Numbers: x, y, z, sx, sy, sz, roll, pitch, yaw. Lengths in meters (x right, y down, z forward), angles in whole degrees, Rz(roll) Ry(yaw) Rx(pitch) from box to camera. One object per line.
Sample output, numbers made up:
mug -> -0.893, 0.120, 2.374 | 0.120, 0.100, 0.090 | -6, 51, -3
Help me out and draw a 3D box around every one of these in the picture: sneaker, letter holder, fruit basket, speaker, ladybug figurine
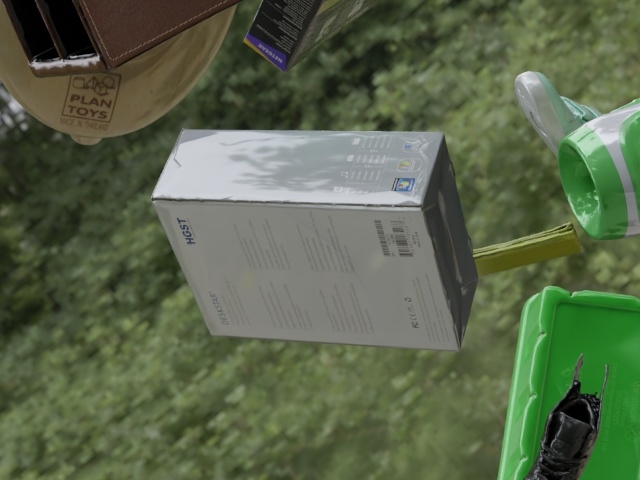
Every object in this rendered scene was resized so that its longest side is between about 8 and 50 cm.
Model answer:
sneaker -> 0.204, 0.182, 1.262 | 0.170, 0.051, 0.089 | -51, -25, -46
sneaker -> 0.353, -0.160, 1.864 | 0.151, 0.094, 0.256 | -39, -50, 8
letter holder -> -0.168, -0.320, 1.443 | 0.302, 0.214, 0.152 | -34, 22, -31
fruit basket -> 0.386, 0.261, 1.949 | 0.392, 0.282, 0.392 | 7, -90, -75
speaker -> 0.395, -0.098, 1.483 | 0.296, 0.131, 0.131 | -19, -15, -8
ladybug figurine -> -0.239, -0.331, 1.645 | 0.162, 0.305, 0.449 | -135, 55, -67

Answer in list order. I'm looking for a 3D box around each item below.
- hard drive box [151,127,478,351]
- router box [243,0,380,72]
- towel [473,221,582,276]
hard drive box -> 0.000, 0.000, 1.238 | 0.181, 0.232, 0.089 | 72, -152, -45
router box -> 0.040, -0.402, 2.082 | 0.309, 0.081, 0.243 | -44, -12, -48
towel -> 0.163, 0.024, 1.605 | 0.237, 0.021, 0.102 | -14, -12, 11
